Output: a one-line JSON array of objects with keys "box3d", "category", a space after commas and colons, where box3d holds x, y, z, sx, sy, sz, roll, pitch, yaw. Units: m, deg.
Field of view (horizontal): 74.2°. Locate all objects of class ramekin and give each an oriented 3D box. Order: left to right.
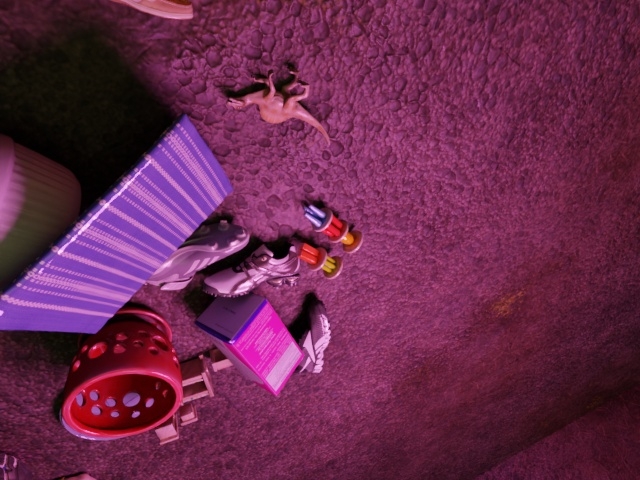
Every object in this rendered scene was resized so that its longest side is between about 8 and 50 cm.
[{"box3d": [-0.409, -0.026, 0.559, 0.109, 0.207, 0.207, 24, 112, -45], "category": "ramekin"}]

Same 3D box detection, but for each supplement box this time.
[{"box3d": [-0.139, 0.209, 0.881, 0.114, 0.111, 0.220, -51, 138, -28], "category": "supplement box"}]

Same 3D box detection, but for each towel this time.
[{"box3d": [-0.272, -0.004, 0.597, 0.336, 0.040, 0.243, -48, 170, -9], "category": "towel"}]

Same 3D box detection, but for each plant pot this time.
[{"box3d": [-0.362, 0.237, 0.785, 0.191, 0.174, 0.191, -12, 128, -16], "category": "plant pot"}]

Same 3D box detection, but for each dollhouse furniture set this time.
[{"box3d": [-0.256, 0.341, 0.917, 0.182, 0.161, 0.101, -15, 129, -13], "category": "dollhouse furniture set"}]

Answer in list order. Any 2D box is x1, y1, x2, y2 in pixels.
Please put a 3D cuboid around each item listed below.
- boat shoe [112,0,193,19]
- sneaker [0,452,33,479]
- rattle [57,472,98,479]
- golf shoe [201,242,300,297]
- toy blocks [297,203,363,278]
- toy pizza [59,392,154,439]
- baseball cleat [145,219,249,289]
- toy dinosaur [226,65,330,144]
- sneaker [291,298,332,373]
[{"box3d": [-0.224, -0.314, 0.524, 0.135, 0.050, 0.045, 5, 127, -27], "category": "boat shoe"}, {"box3d": [-0.779, 0.531, 0.868, 0.330, 0.130, 0.147, -1, 139, -19], "category": "sneaker"}, {"box3d": [-0.595, 0.682, 1.037, 0.130, 0.143, 0.200, -17, 125, -36], "category": "rattle"}, {"box3d": [-0.135, 0.051, 0.826, 0.198, 0.077, 0.094, -10, 116, -25], "category": "golf shoe"}, {"box3d": [0.000, 0.000, 0.844, 0.148, 0.054, 0.123, 33, 96, -38], "category": "toy blocks"}, {"box3d": [-0.457, 0.367, 0.932, 0.201, 0.032, 0.201, -11, 127, -15], "category": "toy pizza"}, {"box3d": [-0.228, 0.030, 0.775, 0.206, 0.072, 0.109, -13, 142, -10], "category": "baseball cleat"}, {"box3d": [-0.054, -0.223, 0.678, 0.183, 0.053, 0.092, 12, 134, -22], "category": "toy dinosaur"}, {"box3d": [-0.039, 0.238, 0.994, 0.106, 0.078, 0.234, -8, 129, -22], "category": "sneaker"}]
